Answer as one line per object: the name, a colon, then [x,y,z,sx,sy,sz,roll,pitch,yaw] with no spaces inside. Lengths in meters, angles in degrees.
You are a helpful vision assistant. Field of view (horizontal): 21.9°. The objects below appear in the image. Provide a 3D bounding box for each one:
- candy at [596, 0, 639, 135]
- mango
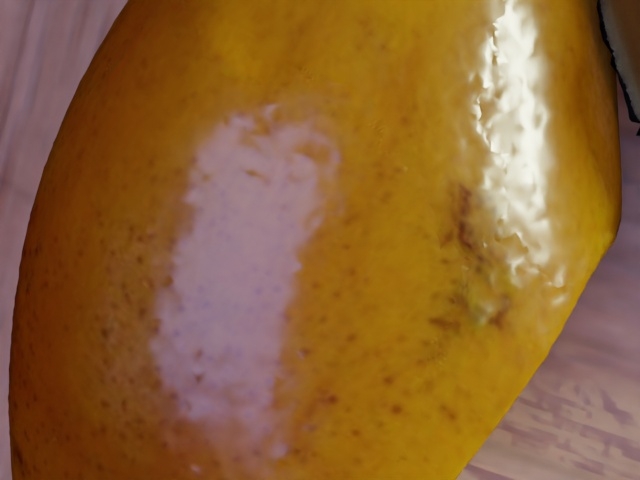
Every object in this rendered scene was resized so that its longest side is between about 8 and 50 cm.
candy: [0.206,-0.058,0.411,0.271,0.101,0.143,-20,114,21]
mango: [0.000,0.000,0.457,0.154,0.126,0.252,20,99,0]
